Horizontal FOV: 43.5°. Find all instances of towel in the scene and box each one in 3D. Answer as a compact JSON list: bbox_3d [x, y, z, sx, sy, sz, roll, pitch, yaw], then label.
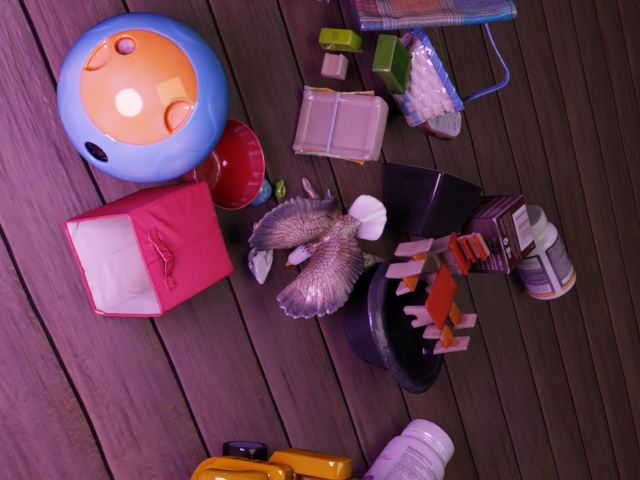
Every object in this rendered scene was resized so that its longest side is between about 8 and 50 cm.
[{"bbox_3d":[0.249,-0.590,1.888,0.040,0.370,0.271,95,-13,-49],"label":"towel"}]

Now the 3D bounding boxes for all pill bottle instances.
[{"bbox_3d":[0.667,0.036,2.469,0.162,0.162,0.278,-52,125,-33],"label":"pill bottle"},{"bbox_3d":[0.204,0.586,1.978,0.283,0.160,0.160,-43,119,-38],"label":"pill bottle"}]

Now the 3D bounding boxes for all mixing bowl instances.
[{"bbox_3d":[-0.209,-0.148,1.603,0.181,0.098,0.181,2,87,-46],"label":"mixing bowl"}]

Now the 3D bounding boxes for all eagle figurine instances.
[{"bbox_3d":[-0.006,0.008,1.732,0.298,0.226,0.225,-49,161,-65],"label":"eagle figurine"}]

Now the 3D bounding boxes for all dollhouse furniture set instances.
[{"bbox_3d":[0.075,-0.318,1.863,0.151,0.198,0.301,24,77,-70],"label":"dollhouse furniture set"},{"bbox_3d":[0.300,0.096,1.905,0.262,0.135,0.259,57,40,-27],"label":"dollhouse furniture set"}]

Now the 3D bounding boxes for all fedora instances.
[{"bbox_3d":[0.165,0.212,1.935,0.334,0.153,0.334,19,66,-50],"label":"fedora"}]

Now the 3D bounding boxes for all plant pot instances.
[{"bbox_3d":[0.272,-0.090,2.057,0.187,0.188,0.167,13,91,-46],"label":"plant pot"}]

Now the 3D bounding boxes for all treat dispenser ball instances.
[{"bbox_3d":[-0.300,-0.243,1.374,0.288,0.288,0.288,1,89,-46],"label":"treat dispenser ball"}]

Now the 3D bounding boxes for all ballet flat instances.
[{"bbox_3d":[0.065,0.061,1.904,0.241,0.091,0.077,-18,78,-49],"label":"ballet flat"}]

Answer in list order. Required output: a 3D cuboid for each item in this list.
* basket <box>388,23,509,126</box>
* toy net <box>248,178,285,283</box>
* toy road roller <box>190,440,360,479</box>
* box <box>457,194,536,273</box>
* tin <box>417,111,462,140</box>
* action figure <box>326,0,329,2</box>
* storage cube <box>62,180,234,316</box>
[{"bbox_3d":[0.301,-0.442,2.008,0.254,0.289,0.201,59,16,-28],"label":"basket"},{"bbox_3d":[-0.125,-0.023,1.735,0.122,0.045,0.232,10,84,-66],"label":"toy net"},{"bbox_3d":[-0.105,0.513,1.543,0.240,0.330,0.202,19,75,-67],"label":"toy road roller"},{"bbox_3d":[0.454,-0.018,2.219,0.167,0.203,0.168,-36,114,-40],"label":"box"},{"bbox_3d":[0.329,-0.339,2.215,0.190,0.040,0.106,9,79,-46],"label":"tin"},{"bbox_3d":[-0.034,-0.601,1.767,0.276,0.141,0.164,-25,106,-40],"label":"action figure"},{"bbox_3d":[-0.300,0.014,1.429,0.193,0.215,0.183,-32,112,-48],"label":"storage cube"}]
